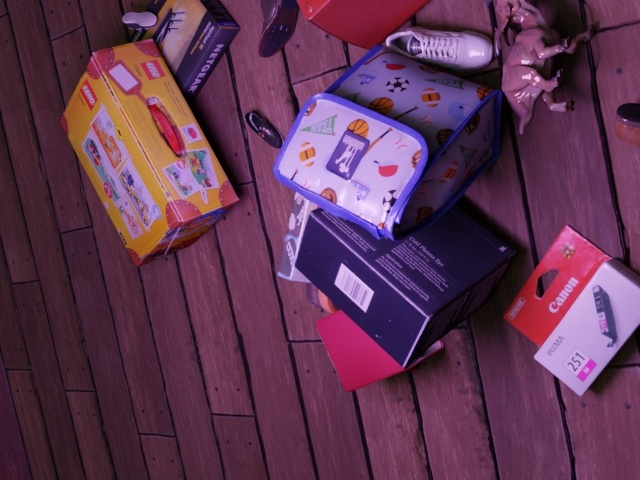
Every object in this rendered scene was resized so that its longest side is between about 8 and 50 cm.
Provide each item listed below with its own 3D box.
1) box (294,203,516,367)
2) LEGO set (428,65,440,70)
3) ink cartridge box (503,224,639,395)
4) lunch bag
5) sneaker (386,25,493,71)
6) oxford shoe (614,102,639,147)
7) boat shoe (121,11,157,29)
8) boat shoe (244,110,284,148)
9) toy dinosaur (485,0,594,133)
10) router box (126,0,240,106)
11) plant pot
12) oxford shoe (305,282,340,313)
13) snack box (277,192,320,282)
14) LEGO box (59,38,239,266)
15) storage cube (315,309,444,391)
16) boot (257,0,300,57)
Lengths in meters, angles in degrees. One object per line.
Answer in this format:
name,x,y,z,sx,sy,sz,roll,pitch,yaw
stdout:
box,0.179,0.041,1.751,0.343,0.312,0.179,42,140,23
LEGO set,0.241,-0.347,1.810,0.054,0.023,0.083,4,104,38
ink cartridge box,0.528,0.145,1.686,0.239,0.060,0.275,40,123,22
lunch bag,0.137,-0.194,1.671,0.327,0.385,0.239,30,152,32
sneaker,0.255,-0.410,1.740,0.235,0.094,0.090,15,108,33
oxford shoe,0.654,-0.191,1.509,0.212,0.076,0.076,25,146,29
boat shoe,-0.486,-0.593,2.207,0.125,0.038,0.046,10,65,31
boat shoe,-0.148,-0.288,2.122,0.133,0.042,0.049,48,124,17
toy dinosaur,0.402,-0.350,1.591,0.200,0.127,0.296,14,92,37
router box,-0.383,-0.550,2.214,0.243,0.081,0.309,53,127,15
plant pot,0.066,-0.592,1.733,0.267,0.235,0.268,-33,76,41
oxford shoe,0.000,0.000,2.025,0.132,0.129,0.364,12,106,45
snack box,0.022,-0.058,1.897,0.060,0.187,0.322,18,97,52
LEGO box,-0.485,-0.230,2.235,0.372,0.193,0.500,-34,83,53
storage cube,0.140,0.227,1.931,0.193,0.183,0.215,-29,83,39
boot,-0.111,-0.568,2.017,0.219,0.082,0.106,-57,44,37
